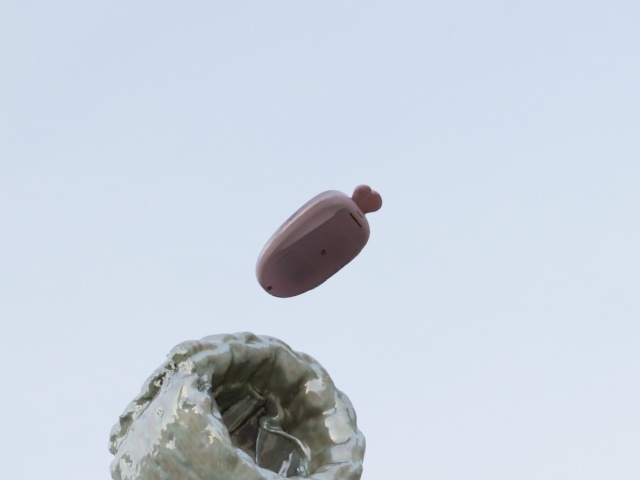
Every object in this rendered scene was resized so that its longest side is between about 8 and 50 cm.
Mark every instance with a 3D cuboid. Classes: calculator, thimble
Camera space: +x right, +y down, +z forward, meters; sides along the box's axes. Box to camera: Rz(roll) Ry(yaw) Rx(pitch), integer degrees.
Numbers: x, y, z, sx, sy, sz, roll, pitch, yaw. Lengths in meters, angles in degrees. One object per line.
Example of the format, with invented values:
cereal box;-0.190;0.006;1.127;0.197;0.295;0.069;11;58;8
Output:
calculator;0.000;0.000;1.803;0.166;0.024;0.103;-40;-47;1
thimble;-0.101;0.256;1.955;0.291;0.291;0.195;15;-54;-37
